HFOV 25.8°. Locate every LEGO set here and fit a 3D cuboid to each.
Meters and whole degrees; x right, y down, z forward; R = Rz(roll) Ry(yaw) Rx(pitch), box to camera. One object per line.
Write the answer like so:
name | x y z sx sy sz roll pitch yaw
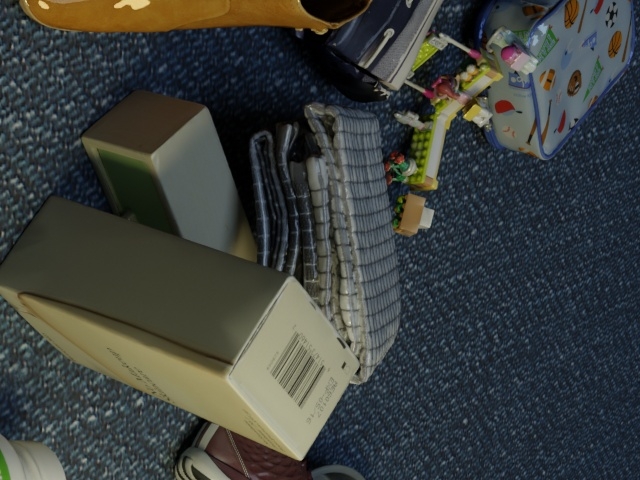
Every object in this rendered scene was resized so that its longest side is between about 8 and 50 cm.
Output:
LEGO set | 0.132 -0.151 1.713 0.107 0.132 0.287 23 109 -37

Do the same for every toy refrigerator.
toy refrigerator | -0.140 -0.011 1.416 0.094 0.102 0.269 -46 136 -31

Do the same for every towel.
towel | 0.000 0.000 1.472 0.235 0.121 0.283 -23 105 -77

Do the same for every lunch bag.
lunch bag | 0.317 -0.257 1.901 0.303 0.115 0.243 -45 137 -34

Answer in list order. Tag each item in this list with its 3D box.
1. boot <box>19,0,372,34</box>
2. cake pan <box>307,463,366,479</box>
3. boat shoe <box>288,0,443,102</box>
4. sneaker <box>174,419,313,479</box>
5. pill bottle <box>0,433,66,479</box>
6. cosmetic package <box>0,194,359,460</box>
boot | -0.105 -0.237 1.282 0.295 0.211 0.104 -18 116 -48
cake pan | -0.037 0.413 1.754 0.293 0.054 0.293 -24 121 -46
boat shoe | 0.081 -0.330 1.550 0.158 0.127 0.340 27 83 -61
sneaker | -0.020 0.266 1.618 0.281 0.106 0.162 36 62 -23
pill bottle | -0.344 0.227 1.218 0.246 0.136 0.136 9 97 -53
cosmetic package | -0.136 0.075 1.283 0.113 0.309 0.160 -58 140 -20
